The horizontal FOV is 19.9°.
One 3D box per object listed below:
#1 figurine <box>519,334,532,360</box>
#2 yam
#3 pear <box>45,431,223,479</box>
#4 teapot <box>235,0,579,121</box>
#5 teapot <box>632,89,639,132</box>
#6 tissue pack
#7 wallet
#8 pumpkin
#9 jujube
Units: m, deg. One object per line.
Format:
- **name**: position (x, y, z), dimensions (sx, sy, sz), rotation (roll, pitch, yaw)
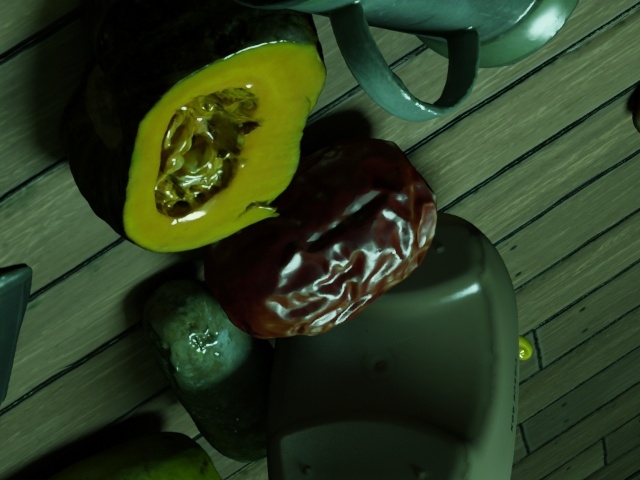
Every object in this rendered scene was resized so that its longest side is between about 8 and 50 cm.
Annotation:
- **figurine**: position (0.173, 0.197, 2.526), dimensions (0.246, 0.131, 0.156), rotation (-46, 137, -6)
- **yam**: position (-0.117, 0.137, 2.043), dimensions (0.133, 0.133, 0.330), rotation (-33, 150, -3)
- **pear**: position (-0.241, 0.370, 2.163), dimensions (0.307, 0.253, 0.253), rotation (-35, 158, -23)
- **teapot**: position (0.052, -0.226, 1.429), dimensions (0.200, 0.270, 0.337), rotation (-14, 170, 36)
- **teapot**: position (0.444, -0.168, 2.236), dimensions (0.129, 0.078, 0.098), rotation (-32, 156, -6)
- **tissue pack**: position (0.085, 0.180, 2.024), dimensions (0.267, 0.387, 0.277), rotation (0, 153, 11)
- **wallet**: position (-0.367, 0.127, 1.794), dimensions (0.168, 0.052, 0.245), rotation (-21, 150, -36)
- **pumpkin**: position (-0.095, -0.128, 1.568), dimensions (0.222, 0.139, 0.317), rotation (-18, 148, -25)
- **jujube**: position (0.000, 0.000, 1.882), dimensions (0.250, 0.174, 0.174), rotation (-38, 156, 0)
